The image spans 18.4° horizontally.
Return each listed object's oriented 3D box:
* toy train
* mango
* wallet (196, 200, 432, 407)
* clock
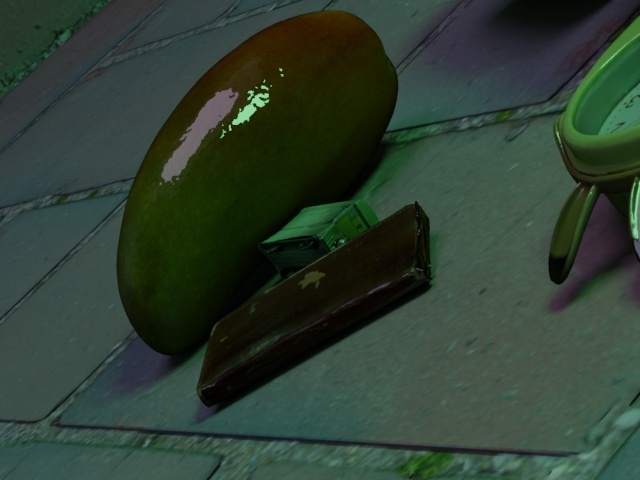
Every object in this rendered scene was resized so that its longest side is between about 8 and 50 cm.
[{"bbox_3d":[0.000,0.000,1.364,0.056,0.038,0.093,-44,18,-26],"label":"toy train"},{"bbox_3d":[-0.053,-0.055,1.438,0.129,0.146,0.289,27,57,21],"label":"mango"},{"bbox_3d":[-0.002,0.042,1.281,0.176,0.026,0.095,-33,24,20],"label":"wallet"},{"bbox_3d":[0.206,-0.069,1.080,0.232,0.069,0.170,-48,21,-26],"label":"clock"}]
